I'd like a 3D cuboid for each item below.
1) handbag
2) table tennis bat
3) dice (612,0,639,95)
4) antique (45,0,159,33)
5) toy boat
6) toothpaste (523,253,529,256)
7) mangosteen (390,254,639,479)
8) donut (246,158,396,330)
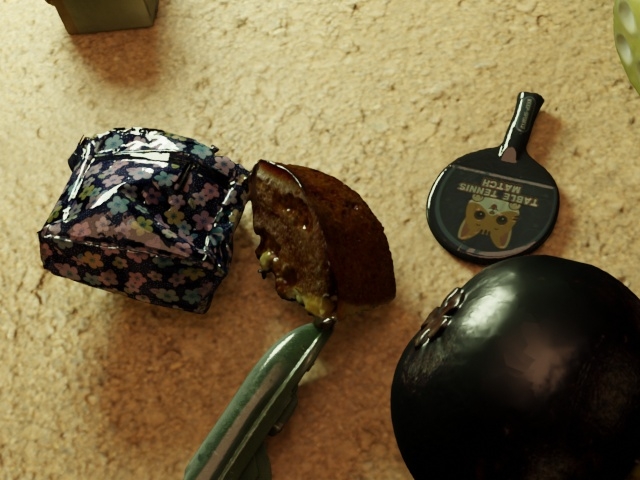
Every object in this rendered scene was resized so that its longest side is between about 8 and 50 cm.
[{"bbox_3d":[-0.197,-0.031,1.537,0.229,0.126,0.207,11,46,8],"label":"handbag"},{"bbox_3d":[0.210,-0.072,1.564,0.150,0.027,0.236,14,63,18],"label":"table tennis bat"},{"bbox_3d":[0.447,-0.237,1.543,0.169,0.166,0.169,-25,57,-6],"label":"dice"},{"bbox_3d":[-0.293,-0.371,1.763,0.148,0.152,0.146,-4,56,9],"label":"antique"},{"bbox_3d":[-0.058,0.189,1.408,0.085,0.078,0.260,34,67,0],"label":"toy boat"},{"bbox_3d":[0.261,0.090,1.440,0.071,0.045,0.193,-42,55,-9],"label":"toothpaste"},{"bbox_3d":[0.223,0.166,1.292,0.302,0.275,0.275,39,66,-10],"label":"mangosteen"},{"bbox_3d":[0.007,0.000,1.483,0.126,0.144,0.187,-5,21,-39],"label":"donut"}]
